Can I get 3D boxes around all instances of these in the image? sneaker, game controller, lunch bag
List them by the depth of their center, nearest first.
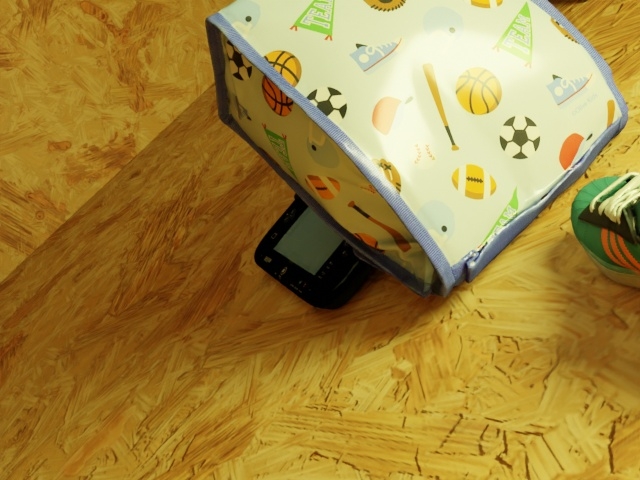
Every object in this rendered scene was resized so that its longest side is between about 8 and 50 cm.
[{"bbox_3d":[0.290,-0.016,0.637,0.108,0.121,0.302,-38,23,1],"label":"sneaker"},{"bbox_3d":[0.112,-0.158,0.909,0.328,0.385,0.239,-41,-19,-18],"label":"lunch bag"},{"bbox_3d":[0.000,0.000,1.110,0.166,0.067,0.319,-42,22,-9],"label":"game controller"}]
